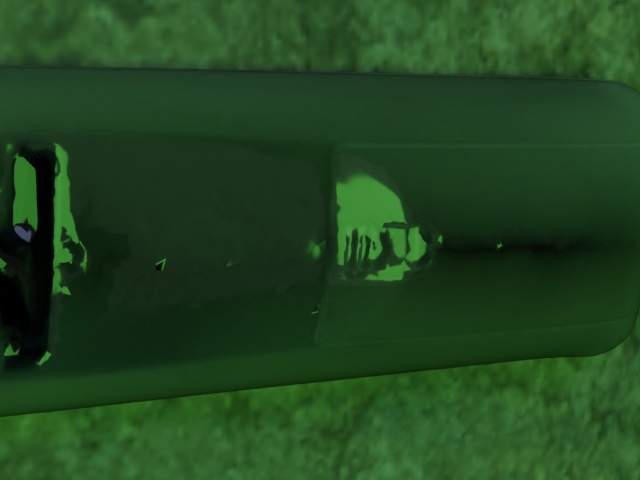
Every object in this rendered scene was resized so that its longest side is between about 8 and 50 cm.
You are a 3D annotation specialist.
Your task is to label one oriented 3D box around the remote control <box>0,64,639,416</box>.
[{"bbox_3d":[0.000,0.000,0.559,0.313,0.055,0.109,-3,103,-35],"label":"remote control"}]
